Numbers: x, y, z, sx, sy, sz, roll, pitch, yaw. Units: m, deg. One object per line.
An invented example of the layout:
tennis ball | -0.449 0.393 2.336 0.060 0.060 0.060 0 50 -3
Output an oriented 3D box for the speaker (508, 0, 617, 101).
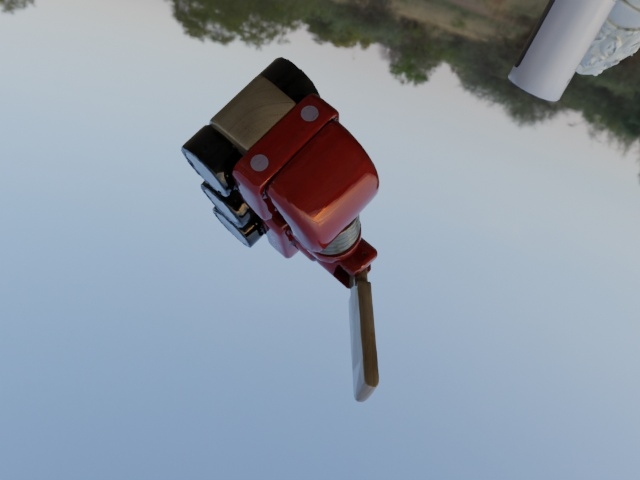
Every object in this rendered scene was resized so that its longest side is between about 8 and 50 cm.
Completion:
speaker | 0.231 -0.201 0.634 0.055 0.136 0.055 17 -147 -11

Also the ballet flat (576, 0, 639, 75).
ballet flat | 0.474 -0.401 0.905 0.147 0.409 0.147 35 -161 -14

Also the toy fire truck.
toy fire truck | 0.000 0.000 0.621 0.246 0.158 0.217 41 167 14
